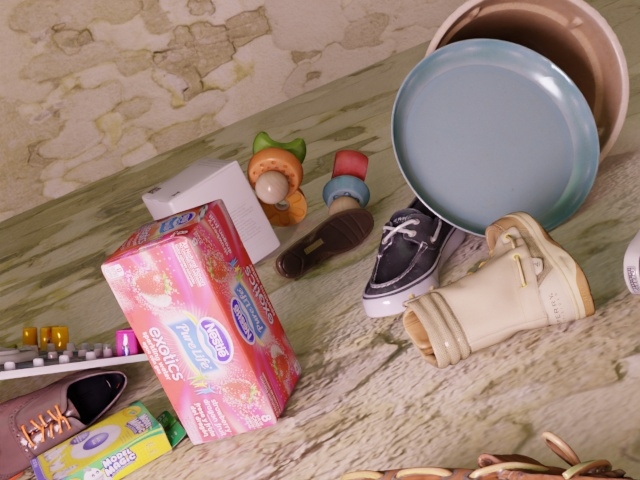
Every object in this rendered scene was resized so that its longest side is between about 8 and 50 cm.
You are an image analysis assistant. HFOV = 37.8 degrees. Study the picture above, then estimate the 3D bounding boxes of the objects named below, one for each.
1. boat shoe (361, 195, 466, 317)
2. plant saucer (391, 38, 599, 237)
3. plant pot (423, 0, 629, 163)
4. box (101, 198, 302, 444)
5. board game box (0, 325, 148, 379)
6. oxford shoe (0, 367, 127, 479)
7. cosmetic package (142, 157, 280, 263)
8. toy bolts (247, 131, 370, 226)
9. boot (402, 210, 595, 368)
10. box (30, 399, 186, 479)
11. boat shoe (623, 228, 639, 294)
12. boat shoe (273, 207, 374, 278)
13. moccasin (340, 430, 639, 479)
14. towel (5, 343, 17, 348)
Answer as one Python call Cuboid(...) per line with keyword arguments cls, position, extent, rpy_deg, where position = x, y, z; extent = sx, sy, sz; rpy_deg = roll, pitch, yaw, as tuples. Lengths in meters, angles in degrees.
Cuboid(cls="boat shoe", position=(0.129, 0.006, 1.348), extent=(0.108, 0.102, 0.301), rpy_deg=(-10, 21, 33))
Cuboid(cls="plant saucer", position=(0.256, -0.148, 1.388), extent=(0.318, 0.317, 0.043), rpy_deg=(-26, -10, -15))
Cuboid(cls="plant pot", position=(0.307, -0.247, 1.603), extent=(0.334, 0.333, 0.305), rpy_deg=(-22, 7, -2))
Cuboid(cls="box", position=(-0.136, 0.098, 1.125), extent=(0.123, 0.256, 0.128), rpy_deg=(-17, 18, 20))
Cuboid(cls="board game box", position=(-0.487, 0.165, 1.378), extent=(0.390, 0.050, 0.390), rpy_deg=(-2, -3, -40))
Cuboid(cls="oxford shoe", position=(-0.367, 0.235, 1.206), extent=(0.098, 0.096, 0.271), rpy_deg=(-27, 6, 43))
Cuboid(cls="cosmetic package", position=(-0.200, -0.036, 1.707), extent=(0.151, 0.183, 0.151), rpy_deg=(-34, 22, -22))
Cuboid(cls="toy bolts", position=(-0.025, -0.072, 1.735), extent=(0.229, 0.218, 0.158), rpy_deg=(7, 39, -1))
Cuboid(cls="boot", position=(0.192, 0.059, 1.142), extent=(0.204, 0.095, 0.262), rpy_deg=(-23, 22, -1))
Cuboid(cls="box", position=(-0.261, 0.259, 1.155), extent=(0.179, 0.043, 0.105), rpy_deg=(-26, 18, -20))
Cuboid(cls="boat shoe", position=(0.423, -0.009, 1.105), extent=(0.070, 0.077, 0.219), rpy_deg=(-8, 30, 39))
Cuboid(cls="boat shoe", position=(0.000, 0.000, 1.590), extent=(0.190, 0.068, 0.072), rpy_deg=(-26, 6, -15))
Cuboid(cls="moccasin", position=(0.150, 0.213, 0.682), extent=(0.380, 0.139, 0.147), rpy_deg=(-19, 24, 39))
Cuboid(cls="towel", position=(-0.671, 0.249, 1.699), extent=(0.237, 0.021, 0.102), rpy_deg=(-22, 18, -2))
